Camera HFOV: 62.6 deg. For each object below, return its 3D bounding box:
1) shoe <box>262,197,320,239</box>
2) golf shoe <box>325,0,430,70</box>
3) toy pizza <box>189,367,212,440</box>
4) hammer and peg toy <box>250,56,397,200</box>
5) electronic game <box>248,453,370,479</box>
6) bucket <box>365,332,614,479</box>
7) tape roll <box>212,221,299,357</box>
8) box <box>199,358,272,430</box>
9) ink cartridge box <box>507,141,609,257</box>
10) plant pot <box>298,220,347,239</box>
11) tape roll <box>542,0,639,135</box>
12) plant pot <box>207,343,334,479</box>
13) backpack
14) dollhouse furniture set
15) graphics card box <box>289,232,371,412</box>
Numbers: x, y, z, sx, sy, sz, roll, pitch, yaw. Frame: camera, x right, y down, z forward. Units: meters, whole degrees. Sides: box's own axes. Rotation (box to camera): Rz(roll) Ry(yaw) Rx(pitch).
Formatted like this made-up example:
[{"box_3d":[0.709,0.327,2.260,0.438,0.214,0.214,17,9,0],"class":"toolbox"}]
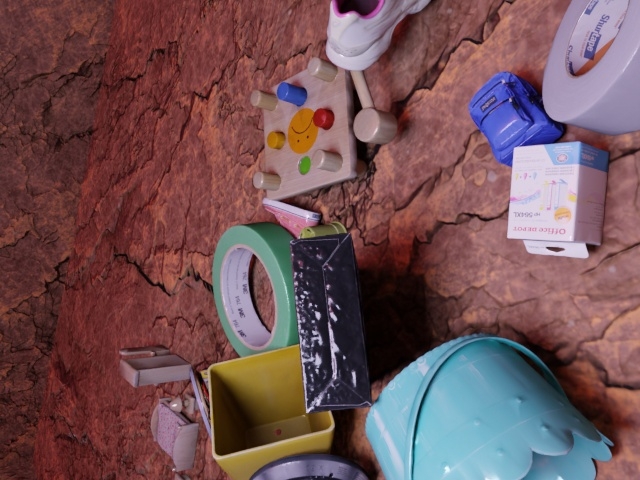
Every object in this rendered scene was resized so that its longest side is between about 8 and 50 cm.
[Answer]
[{"box_3d":[-0.075,-0.041,1.176,0.178,0.063,0.081,21,99,43],"class":"shoe"},{"box_3d":[0.116,-0.427,0.865,0.115,0.140,0.306,31,82,16],"class":"golf shoe"},{"box_3d":[-0.295,0.424,1.368,0.201,0.032,0.201,161,90,-75],"class":"toy pizza"},{"box_3d":[0.009,-0.239,1.049,0.361,0.127,0.266,-12,78,45],"class":"hammer and peg toy"},{"box_3d":[-0.021,0.458,0.964,0.229,0.229,0.048,-55,23,31],"class":"electronic game"},{"box_3d":[0.205,0.267,0.684,0.183,0.281,0.281,54,126,43],"class":"bucket"},{"box_3d":[-0.134,0.120,1.179,0.321,0.077,0.321,14,108,50],"class":"tape roll"},{"box_3d":[-0.195,0.363,1.239,0.233,0.044,0.159,-25,89,54],"class":"box"},{"box_3d":[0.317,-0.051,0.705,0.092,0.090,0.143,4,90,49],"class":"ink cartridge box"},{"box_3d":[0.000,0.000,1.075,0.083,0.079,0.083,-3,85,49],"class":"plant pot"},{"box_3d":[0.349,-0.235,0.608,0.219,0.072,0.219,-165,90,-86],"class":"tape roll"},{"box_3d":[-0.090,0.359,1.024,0.212,0.212,0.187,-111,12,-53],"class":"plant pot"},{"box_3d":[0.273,-0.184,0.760,0.098,0.101,0.120,-38,56,33],"class":"backpack"},{"box_3d":[-0.509,0.524,1.551,0.303,0.174,0.355,14,97,49],"class":"dollhouse furniture set"},{"box_3d":[0.027,0.135,0.855,0.094,0.371,0.233,-7,78,5],"class":"graphics card box"}]
